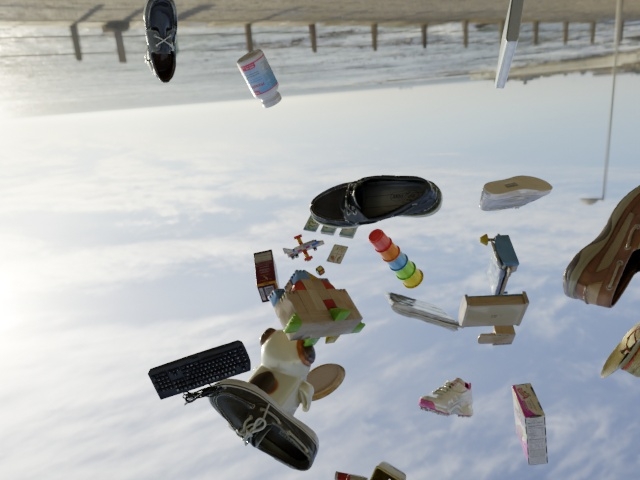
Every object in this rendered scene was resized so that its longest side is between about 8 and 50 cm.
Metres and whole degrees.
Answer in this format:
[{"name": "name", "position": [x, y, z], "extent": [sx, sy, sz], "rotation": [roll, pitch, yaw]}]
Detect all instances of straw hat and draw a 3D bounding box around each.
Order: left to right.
[{"name": "straw hat", "position": [0.638, 0.237, 1.023], "extent": [0.061, 0.144, 0.144], "rotation": [35, -148, 19]}]

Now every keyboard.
[{"name": "keyboard", "position": [-0.222, 0.261, 0.959], "extent": [0.192, 0.100, 0.038], "rotation": [-19, -158, 3]}]

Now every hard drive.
[{"name": "hard drive", "position": [0.640, -0.680, 1.719], "extent": [0.040, 0.203, 0.307], "rotation": [9, 171, 15]}]

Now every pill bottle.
[{"name": "pill bottle", "position": [-0.182, -0.490, 1.548], "extent": [0.087, 0.160, 0.087], "rotation": [-20, -146, 14]}]

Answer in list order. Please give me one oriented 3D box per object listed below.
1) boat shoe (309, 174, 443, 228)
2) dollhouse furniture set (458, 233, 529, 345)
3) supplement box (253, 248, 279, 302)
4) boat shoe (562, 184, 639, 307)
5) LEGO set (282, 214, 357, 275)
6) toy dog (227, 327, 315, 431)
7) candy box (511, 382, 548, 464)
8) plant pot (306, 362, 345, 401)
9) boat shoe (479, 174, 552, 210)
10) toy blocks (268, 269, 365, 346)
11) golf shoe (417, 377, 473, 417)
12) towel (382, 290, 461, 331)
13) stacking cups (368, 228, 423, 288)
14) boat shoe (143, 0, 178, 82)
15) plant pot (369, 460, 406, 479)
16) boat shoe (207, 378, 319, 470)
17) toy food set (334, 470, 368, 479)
[{"name": "boat shoe", "position": [0.118, -0.101, 1.238], "extent": [0.340, 0.127, 0.113], "rotation": [2, 169, 22]}, {"name": "dollhouse furniture set", "position": [0.568, 0.168, 1.790], "extent": [0.198, 0.286, 0.303], "rotation": [-2, -132, 2]}, {"name": "supplement box", "position": [-0.214, 0.140, 2.023], "extent": [0.081, 0.104, 0.188], "rotation": [-12, -136, -2]}, {"name": "boat shoe", "position": [0.640, 0.012, 1.039], "extent": [0.324, 0.123, 0.116], "rotation": [-49, -138, -4]}, {"name": "LEGO set", "position": [0.000, 0.000, 1.611], "extent": [0.183, 0.060, 0.244], "rotation": [11, -129, 22]}, {"name": "toy dog", "position": [-0.178, 0.523, 1.868], "extent": [0.285, 0.395, 0.407], "rotation": [8, -117, 36]}, {"name": "candy box", "position": [0.736, 0.645, 1.786], "extent": [0.071, 0.233, 0.159], "rotation": [-10, -155, 8]}, {"name": "plant pot", "position": [-0.001, 0.616, 2.227], "extent": [0.236, 0.236, 0.032], "rotation": [-12, -139, -23]}, {"name": "boat shoe", "position": [0.435, -0.099, 1.134], "extent": [0.184, 0.063, 0.066], "rotation": [-14, -134, -25]}, {"name": "toy blocks", "position": [-0.031, 0.222, 1.856], "extent": [0.381, 0.190, 0.261], "rotation": [2, -136, -41]}, {"name": "golf shoe", "position": [0.455, 0.561, 1.835], "extent": [0.115, 0.140, 0.306], "rotation": [2, 166, 44]}, {"name": "towel", "position": [0.301, 0.213, 1.570], "extent": [0.209, 0.034, 0.285], "rotation": [18, -177, 0]}, {"name": "stacking cups", "position": [0.284, 0.074, 1.953], "extent": [0.096, 0.316, 0.096], "rotation": [-25, -136, 27]}, {"name": "boat shoe", "position": [-0.384, -0.494, 1.241], "extent": [0.084, 0.233, 0.079], "rotation": [-12, -118, -26]}, {"name": "plant pot", "position": [0.173, 0.615, 1.297], "extent": [0.081, 0.081, 0.083], "rotation": [25, -171, 20]}, {"name": "boat shoe", "position": [-0.146, 0.447, 1.216], "extent": [0.306, 0.113, 0.105], "rotation": [37, -169, 3]}, {"name": "toy food set", "position": [0.074, 0.716, 1.430], "extent": [0.105, 0.232, 0.111], "rotation": [8, -120, 10]}]
